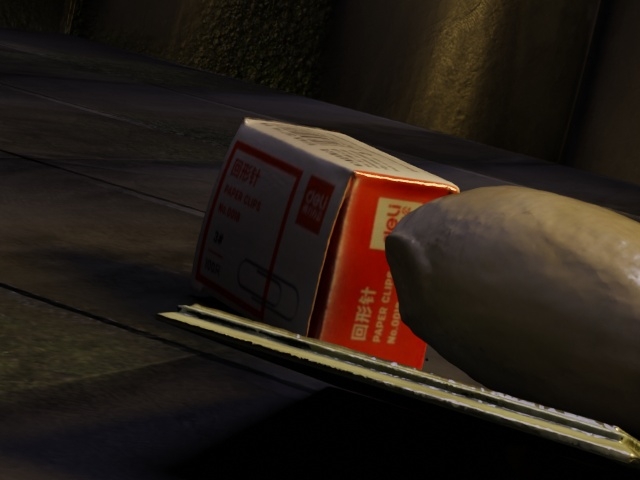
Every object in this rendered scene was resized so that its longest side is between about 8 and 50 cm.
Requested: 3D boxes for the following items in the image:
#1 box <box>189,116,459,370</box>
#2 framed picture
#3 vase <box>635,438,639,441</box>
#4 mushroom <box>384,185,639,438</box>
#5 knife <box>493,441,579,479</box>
[{"bbox_3d":[0.000,0.000,1.253,0.099,0.133,0.182,9,11,-29],"label":"box"},{"bbox_3d":[0.071,0.082,0.956,0.232,0.019,0.296,16,-6,18],"label":"framed picture"},{"bbox_3d":[0.230,0.095,1.214,0.060,0.060,0.211,17,9,25],"label":"vase"},{"bbox_3d":[0.171,0.046,1.023,0.128,0.128,0.350,5,5,-44],"label":"mushroom"},{"bbox_3d":[0.127,0.127,0.816,0.123,0.053,0.278,15,-4,-16],"label":"knife"}]
